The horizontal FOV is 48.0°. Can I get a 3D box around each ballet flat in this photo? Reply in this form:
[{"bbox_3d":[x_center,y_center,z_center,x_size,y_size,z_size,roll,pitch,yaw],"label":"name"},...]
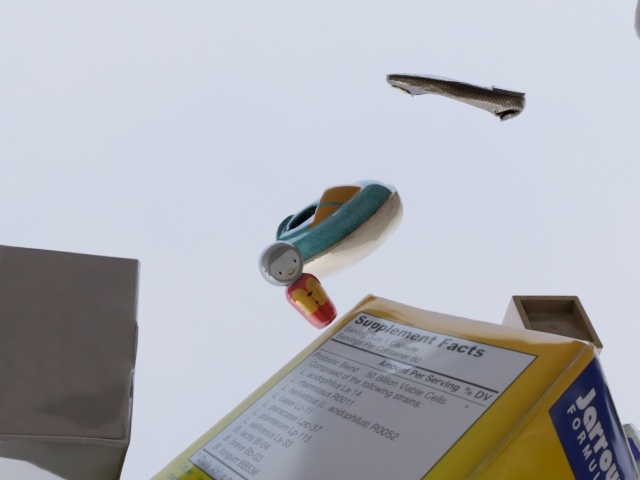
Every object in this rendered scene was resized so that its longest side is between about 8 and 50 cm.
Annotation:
[{"bbox_3d":[0.234,-0.254,1.263,0.249,0.058,0.084,13,-160,11],"label":"ballet flat"}]

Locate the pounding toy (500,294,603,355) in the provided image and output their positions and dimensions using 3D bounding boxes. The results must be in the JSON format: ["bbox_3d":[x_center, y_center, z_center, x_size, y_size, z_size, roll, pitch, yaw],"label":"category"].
[{"bbox_3d":[0.342,0.167,1.099,0.130,0.100,0.141,1,-140,-7],"label":"pounding toy"}]

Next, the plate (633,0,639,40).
[{"bbox_3d":[0.237,-0.177,0.180,0.045,0.278,0.277,3,-164,-29],"label":"plate"}]

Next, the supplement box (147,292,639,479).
[{"bbox_3d":[0.006,0.219,0.414,0.356,0.195,0.194,-37,-156,-26],"label":"supplement box"}]

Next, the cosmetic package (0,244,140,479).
[{"bbox_3d":[-0.225,0.072,0.400,0.237,0.107,0.127,10,-132,-18],"label":"cosmetic package"}]

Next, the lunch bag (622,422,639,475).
[{"bbox_3d":[0.231,0.261,0.727,0.218,0.176,0.090,-2,-126,-35],"label":"lunch bag"}]

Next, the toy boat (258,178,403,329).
[{"bbox_3d":[0.000,0.000,1.164,0.148,0.267,0.318,51,-149,-16],"label":"toy boat"}]
